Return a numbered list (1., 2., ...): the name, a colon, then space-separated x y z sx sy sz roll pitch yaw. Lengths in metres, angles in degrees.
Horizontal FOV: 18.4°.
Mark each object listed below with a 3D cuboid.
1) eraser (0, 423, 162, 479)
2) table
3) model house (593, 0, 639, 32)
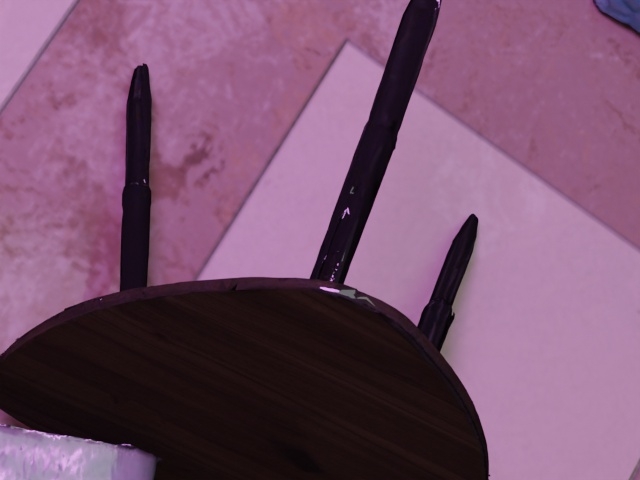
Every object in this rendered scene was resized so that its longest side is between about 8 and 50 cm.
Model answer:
1. eraser: -0.199 0.224 1.170 0.174 0.081 0.227 10 75 -3
2. table: 0.000 0.000 1.203 0.317 0.317 0.249 23 58 -13
3. model house: 0.355 -0.237 1.381 0.261 0.241 0.226 27 74 -11
